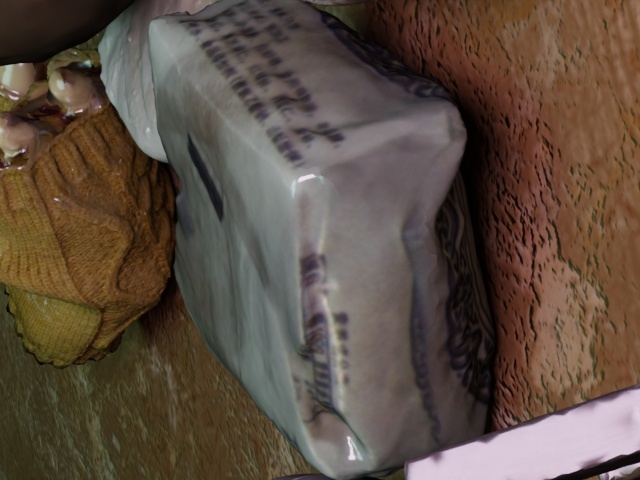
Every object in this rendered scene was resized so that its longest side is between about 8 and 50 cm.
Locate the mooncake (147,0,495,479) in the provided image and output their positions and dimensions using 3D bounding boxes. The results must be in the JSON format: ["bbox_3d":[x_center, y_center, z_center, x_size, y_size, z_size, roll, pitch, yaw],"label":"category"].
[{"bbox_3d":[0.005,-0.001,1.080,0.254,0.136,0.250,-132,28,-52],"label":"mooncake"}]

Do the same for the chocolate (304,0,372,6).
[{"bbox_3d":[0.047,-0.200,0.970,0.214,0.093,0.148,8,108,65],"label":"chocolate"}]

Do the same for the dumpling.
[{"bbox_3d":[-0.082,-0.127,1.281,0.176,0.092,0.150,-132,42,-55],"label":"dumpling"}]

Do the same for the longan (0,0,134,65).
[{"bbox_3d":[-0.260,-0.336,1.200,0.404,0.404,0.436,43,131,53],"label":"longan"}]

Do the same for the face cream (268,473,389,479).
[{"bbox_3d":[0.021,0.226,1.098,0.153,0.177,0.177,-11,90,64],"label":"face cream"}]

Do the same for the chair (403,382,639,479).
[{"bbox_3d":[0.270,0.078,0.522,0.240,0.416,0.203,17,-125,-67],"label":"chair"}]

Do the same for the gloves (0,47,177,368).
[{"bbox_3d":[-0.195,-0.032,1.490,0.356,0.155,0.203,92,164,-62],"label":"gloves"}]
